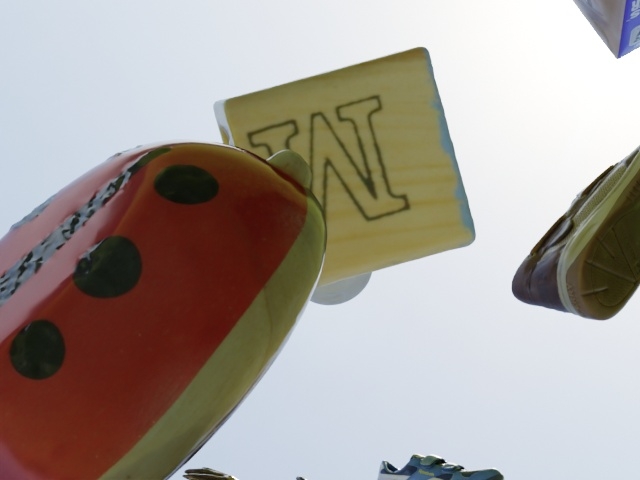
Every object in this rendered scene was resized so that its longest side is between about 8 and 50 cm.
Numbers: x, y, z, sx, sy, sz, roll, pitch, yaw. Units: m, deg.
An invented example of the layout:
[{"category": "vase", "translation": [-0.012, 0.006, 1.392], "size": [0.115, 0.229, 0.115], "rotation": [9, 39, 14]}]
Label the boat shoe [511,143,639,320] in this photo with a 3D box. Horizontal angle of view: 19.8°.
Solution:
[{"category": "boat shoe", "translation": [0.320, -0.031, 1.974], "size": [0.342, 0.123, 0.123], "rotation": [-46, -60, -38]}]

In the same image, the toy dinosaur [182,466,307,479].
[{"category": "toy dinosaur", "translation": [-0.155, 0.244, 1.589], "size": [0.295, 0.127, 0.200], "rotation": [29, -118, 12]}]

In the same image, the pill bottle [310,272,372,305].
[{"category": "pill bottle", "translation": [0.000, 0.000, 2.356], "size": [0.108, 0.108, 0.193], "rotation": [28, -166, -18]}]

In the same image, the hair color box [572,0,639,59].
[{"category": "hair color box", "translation": [0.235, -0.305, 1.440], "size": [0.185, 0.110, 0.339], "rotation": [58, 175, 20]}]

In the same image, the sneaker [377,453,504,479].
[{"category": "sneaker", "translation": [0.121, 0.248, 1.911], "size": [0.053, 0.144, 0.059], "rotation": [24, -123, -64]}]

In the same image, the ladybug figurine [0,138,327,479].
[{"category": "ladybug figurine", "translation": [-0.186, 0.074, 1.451], "size": [0.162, 0.449, 0.305], "rotation": [52, 166, -31]}]

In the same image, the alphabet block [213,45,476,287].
[{"category": "alphabet block", "translation": [0.019, -0.067, 1.752], "size": [0.192, 0.197, 0.193], "rotation": [-163, 57, -83]}]
